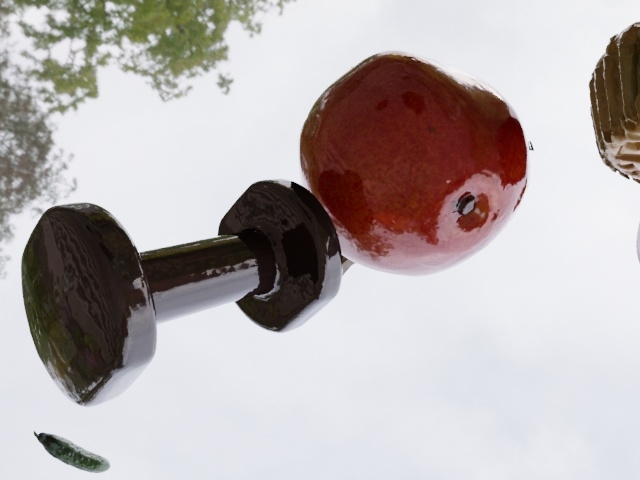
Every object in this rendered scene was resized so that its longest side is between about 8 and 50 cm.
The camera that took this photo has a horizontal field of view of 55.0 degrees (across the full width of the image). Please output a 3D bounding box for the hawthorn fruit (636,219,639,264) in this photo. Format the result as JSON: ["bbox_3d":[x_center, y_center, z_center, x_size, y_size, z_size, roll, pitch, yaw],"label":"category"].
[{"bbox_3d":[0.701,-0.025,1.155,0.205,0.205,0.253,-2,-83,20],"label":"hawthorn fruit"}]

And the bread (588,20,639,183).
[{"bbox_3d":[0.375,-0.119,0.596,0.240,0.240,0.139,21,-103,32],"label":"bread"}]

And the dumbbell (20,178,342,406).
[{"bbox_3d":[-0.099,0.028,0.476,0.140,0.225,0.124,-45,-111,40],"label":"dumbbell"}]

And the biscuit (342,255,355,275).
[{"bbox_3d":[0.001,0.001,1.135,0.301,0.043,0.278,-13,-132,18],"label":"biscuit"}]

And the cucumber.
[{"bbox_3d":[-0.441,0.378,1.084,0.037,0.155,0.037,-37,-150,25],"label":"cucumber"}]

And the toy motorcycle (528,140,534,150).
[{"bbox_3d":[0.278,-0.191,1.178,0.123,0.272,0.182,-48,-140,44],"label":"toy motorcycle"}]

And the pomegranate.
[{"bbox_3d":[0.082,-0.083,0.617,0.221,0.221,0.257,-24,-138,4],"label":"pomegranate"}]
